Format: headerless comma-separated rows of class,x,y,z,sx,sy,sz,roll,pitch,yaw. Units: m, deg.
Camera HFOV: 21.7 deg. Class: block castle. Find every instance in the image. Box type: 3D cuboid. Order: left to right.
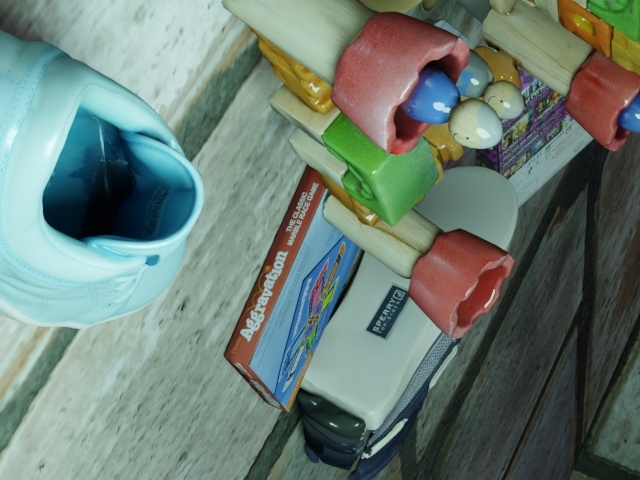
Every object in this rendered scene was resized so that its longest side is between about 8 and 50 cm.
block castle,0.135,-0.127,1.231,0.303,0.213,0.453,-49,158,-10

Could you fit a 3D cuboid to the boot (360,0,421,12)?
boot,0.108,-0.318,1.384,0.203,0.095,0.262,-23,126,-67

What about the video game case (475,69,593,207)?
video game case,0.268,-0.156,1.929,0.232,0.042,0.210,-42,150,-19

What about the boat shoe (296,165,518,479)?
boat shoe,0.082,0.084,1.651,0.340,0.127,0.158,-50,159,-30

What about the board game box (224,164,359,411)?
board game box,0.000,0.000,1.463,0.281,0.027,0.145,-66,158,-15

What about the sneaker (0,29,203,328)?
sneaker,-0.126,-0.011,0.921,0.135,0.150,0.366,-69,161,-5

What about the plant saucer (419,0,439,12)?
plant saucer,0.102,-0.252,1.534,0.083,0.015,0.083,-53,153,-42

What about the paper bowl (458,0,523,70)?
paper bowl,0.217,-0.299,1.571,0.284,0.148,0.284,17,90,-81
